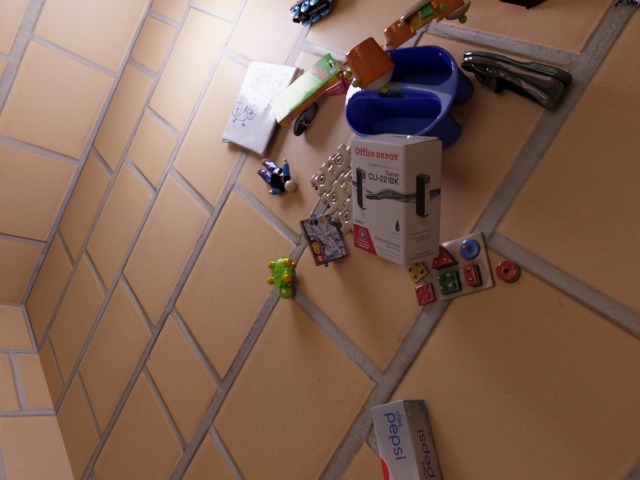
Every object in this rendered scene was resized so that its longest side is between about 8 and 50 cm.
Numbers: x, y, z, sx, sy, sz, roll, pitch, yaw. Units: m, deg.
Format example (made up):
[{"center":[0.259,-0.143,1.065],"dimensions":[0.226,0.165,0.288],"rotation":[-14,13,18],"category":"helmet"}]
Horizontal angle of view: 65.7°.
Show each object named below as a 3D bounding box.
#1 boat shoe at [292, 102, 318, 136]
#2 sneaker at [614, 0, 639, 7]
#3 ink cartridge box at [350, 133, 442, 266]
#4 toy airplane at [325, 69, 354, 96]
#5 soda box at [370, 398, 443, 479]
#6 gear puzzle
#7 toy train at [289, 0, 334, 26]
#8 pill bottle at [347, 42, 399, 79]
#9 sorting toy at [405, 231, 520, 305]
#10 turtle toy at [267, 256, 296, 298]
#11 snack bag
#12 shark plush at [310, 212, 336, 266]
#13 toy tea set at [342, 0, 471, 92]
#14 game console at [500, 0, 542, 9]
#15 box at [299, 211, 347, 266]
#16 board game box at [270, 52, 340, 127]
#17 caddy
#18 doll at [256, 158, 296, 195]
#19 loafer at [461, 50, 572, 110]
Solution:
[{"center":[-0.047,-0.395,1.615],"dimensions":[0.038,0.046,0.125],"rotation":[35,94,48],"category":"boat shoe"},{"center":[0.631,-0.483,0.998],"dimensions":[0.069,0.038,0.098],"rotation":[-12,61,43],"category":"sneaker"},{"center":[0.172,-0.103,1.152],"dimensions":[0.197,0.114,0.273],"rotation":[23,120,55],"category":"ink cartridge box"},{"center":[0.091,-0.430,1.450],"dimensions":[0.151,0.151,0.028],"rotation":[-4,33,43],"category":"toy airplane"},{"center":[0.198,0.502,1.084],"dimensions":[0.098,0.091,0.286],"rotation":[-28,60,36],"category":"soda box"},{"center":[0.101,-0.115,1.398],"dimensions":[0.175,0.044,0.339],"rotation":[-47,53,22],"category":"gear puzzle"},{"center":[-0.027,-0.811,1.697],"dimensions":[0.184,0.080,0.105],"rotation":[-7,64,45],"category":"toy train"},{"center":[0.154,-0.498,1.420],"dimensions":[0.152,0.086,0.086],"rotation":[-14,69,40],"category":"pill bottle"},{"center":[0.308,0.060,1.140],"dimensions":[0.274,0.046,0.132],"rotation":[-23,63,38],"category":"sorting toy"},{"center":[-0.110,0.113,1.510],"dimensions":[0.095,0.066,0.130],"rotation":[-11,71,41],"category":"turtle toy"},{"center":[-0.222,-0.487,1.815],"dimensions":[0.323,0.037,0.342],"rotation":[28,97,45],"category":"snack bag"},{"center":[0.000,0.000,1.437],"dimensions":[0.073,0.067,0.161],"rotation":[-11,71,42],"category":"shark plush"},{"center":[0.205,-0.460,1.168],"dimensions":[0.336,0.200,0.124],"rotation":[-30,103,18],"category":"toy tea set"},{"center":[0.475,-0.625,1.151],"dimensions":[0.124,0.085,0.144],"rotation":[-19,66,39],"category":"game console"},{"center":[0.007,-0.004,1.395],"dimensions":[0.027,0.094,0.137],"rotation":[121,130,-66],"category":"box"},{"center":[-0.048,-0.491,1.614],"dimensions":[0.259,0.039,0.124],"rotation":[-38,47,19],"category":"board game box"},{"center":[0.213,-0.361,1.260],"dimensions":[0.341,0.179,0.241],"rotation":[17,91,45],"category":"caddy"},{"center":[-0.142,-0.214,1.650],"dimensions":[0.189,0.046,0.129],"rotation":[40,107,43],"category":"doll"},{"center":[0.423,-0.366,1.124],"dimensions":[0.267,0.096,0.084],"rotation":[33,107,42],"category":"loafer"}]
